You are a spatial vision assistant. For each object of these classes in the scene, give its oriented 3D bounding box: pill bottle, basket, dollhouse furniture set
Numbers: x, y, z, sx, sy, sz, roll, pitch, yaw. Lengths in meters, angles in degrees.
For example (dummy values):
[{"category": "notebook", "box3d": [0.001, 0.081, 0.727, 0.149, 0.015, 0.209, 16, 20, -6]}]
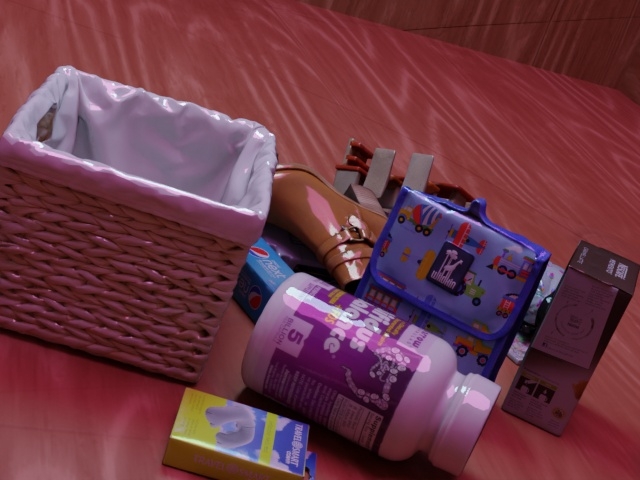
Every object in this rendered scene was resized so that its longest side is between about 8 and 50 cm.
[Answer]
[{"category": "pill bottle", "box3d": [0.066, 0.173, 1.342, 0.302, 0.169, 0.169, 25, 24, 12]}, {"category": "basket", "box3d": [-0.250, -0.030, 1.410, 0.331, 0.266, 0.328, 16, 24, -8]}, {"category": "dollhouse furniture set", "box3d": [0.154, -0.100, 1.937, 0.259, 0.135, 0.262, 11, -12, 33]}]

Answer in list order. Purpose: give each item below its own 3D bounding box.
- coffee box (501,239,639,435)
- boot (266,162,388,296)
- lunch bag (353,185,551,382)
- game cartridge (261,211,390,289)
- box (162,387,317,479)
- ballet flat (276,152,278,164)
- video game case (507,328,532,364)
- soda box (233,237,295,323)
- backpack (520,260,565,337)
[{"category": "coffee box", "box3d": [0.367, 0.141, 1.558, 0.098, 0.246, 0.141, 25, 24, 12]}, {"category": "boot", "box3d": [0.000, 0.000, 1.655, 0.283, 0.109, 0.220, 13, 41, -31]}, {"category": "lunch bag", "box3d": [0.178, 0.071, 1.498, 0.221, 0.293, 0.138, 27, 24, 17]}, {"category": "game cartridge", "box3d": [0.023, 0.000, 1.784, 0.294, 0.060, 0.196, 11, 42, -22]}, {"category": "box", "box3d": [-0.086, 0.239, 1.236, 0.178, 0.042, 0.109, 17, 24, -5]}, {"category": "ballet flat", "box3d": [-0.176, -0.145, 1.945, 0.250, 0.058, 0.084, 12, 14, 36]}, {"category": "video game case", "box3d": [0.317, 0.165, 1.765, 0.087, 0.011, 0.122, 0, 30, -38]}, {"category": "soda box", "box3d": [-0.085, 0.066, 1.584, 0.071, 0.067, 0.210, 2, 29, -37]}, {"category": "backpack", "box3d": [0.358, 0.084, 1.826, 0.182, 0.115, 0.152, 36, 20, 34]}]
